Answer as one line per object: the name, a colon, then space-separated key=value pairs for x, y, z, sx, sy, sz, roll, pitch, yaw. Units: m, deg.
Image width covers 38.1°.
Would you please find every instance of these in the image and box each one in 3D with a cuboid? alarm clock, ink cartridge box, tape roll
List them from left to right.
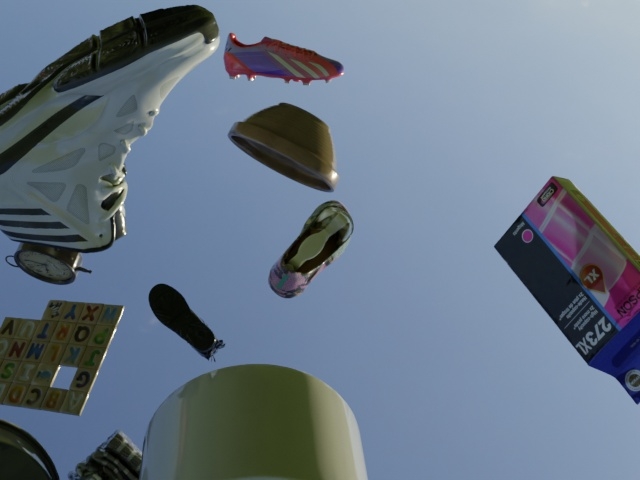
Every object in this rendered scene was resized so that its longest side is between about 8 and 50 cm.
alarm clock: x=-0.565 y=0.035 z=1.884 sx=0.192 sy=0.129 sz=0.064 roll=-6 pitch=-127 yaw=26
tape roll: x=-0.068 y=0.274 z=0.958 sx=0.246 sy=0.246 sz=0.169 roll=12 pitch=-152 yaw=-11
ink cartridge box: x=0.458 y=0.077 z=1.555 sx=0.069 sy=0.176 sz=0.371 roll=4 pitch=-139 yaw=-44

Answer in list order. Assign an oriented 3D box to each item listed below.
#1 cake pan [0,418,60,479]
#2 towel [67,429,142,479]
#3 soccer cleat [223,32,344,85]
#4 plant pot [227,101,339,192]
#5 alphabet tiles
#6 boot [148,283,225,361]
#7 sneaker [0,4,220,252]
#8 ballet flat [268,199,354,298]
cake pan: x=-0.479 y=0.381 z=1.229 sx=0.293 sy=0.293 sz=0.054 roll=-1 pitch=-175 yaw=-33
towel: x=-0.243 y=0.380 z=1.315 sx=0.235 sy=0.283 sz=0.121 roll=47 pitch=-110 yaw=-2
soccer cleat: x=-0.074 y=-0.369 z=1.879 sx=0.247 sy=0.095 sz=0.083 roll=3 pitch=-162 yaw=4
plant pot: x=-0.054 y=-0.196 z=1.827 sx=0.237 sy=0.110 sz=0.237 roll=28 pitch=173 yaw=3
alphabet tiles: x=-0.459 y=0.188 z=1.549 sx=0.237 sy=0.009 sz=0.198 roll=2 pitch=-122 yaw=24
boot: x=-0.181 y=0.113 z=1.258 sx=0.121 sy=0.045 sz=0.099 roll=43 pitch=171 yaw=6
sneaker: x=-0.309 y=-0.149 z=1.372 sx=0.447 sy=0.258 sz=0.169 roll=-29 pitch=-149 yaw=4
ballet flat: x=0.000 y=0.000 z=1.388 sx=0.077 sy=0.079 sz=0.221 roll=40 pitch=-131 yaw=1
